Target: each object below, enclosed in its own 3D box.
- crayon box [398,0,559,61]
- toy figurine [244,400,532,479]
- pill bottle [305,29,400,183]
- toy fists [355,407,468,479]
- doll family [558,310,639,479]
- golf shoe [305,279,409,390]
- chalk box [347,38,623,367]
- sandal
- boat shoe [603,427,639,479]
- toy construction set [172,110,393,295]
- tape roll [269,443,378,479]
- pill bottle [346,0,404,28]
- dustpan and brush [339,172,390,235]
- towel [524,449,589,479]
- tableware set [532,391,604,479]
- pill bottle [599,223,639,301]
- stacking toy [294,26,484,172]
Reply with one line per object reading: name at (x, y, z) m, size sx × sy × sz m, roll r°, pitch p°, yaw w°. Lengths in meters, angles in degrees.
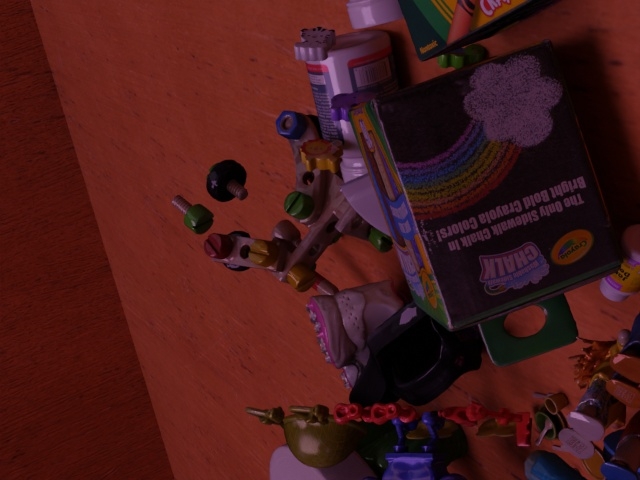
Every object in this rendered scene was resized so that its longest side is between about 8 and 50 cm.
crayon box at (0.150, -0.357, 0.893) m, size 0.363 × 0.106 × 0.313 m, roll -15°, pitch 97°, yaw 67°
toy figurine at (0.080, 0.321, 1.307) m, size 0.363 × 0.191 × 0.217 m, roll -7°, pitch 72°, yaw 29°
pill bottle at (0.050, -0.160, 1.294) m, size 0.108 × 0.108 × 0.180 m, roll 25°, pitch 133°, yaw 58°
toy fists at (0.103, 0.325, 1.578) m, size 0.279 × 0.142 × 0.096 m, roll -11°, pitch 101°, yaw 67°
doll family at (0.288, 0.098, 0.928) m, size 0.118 × 0.163 × 0.263 m, roll 31°, pitch 132°, yaw 17°
golf shoe at (0.076, 0.143, 1.521) m, size 0.306 × 0.140 × 0.115 m, roll 61°, pitch -175°, yaw -68°
chalk box at (0.163, -0.025, 1.023) m, size 0.179 × 0.180 × 0.288 m, roll -136°, pitch 27°, yaw -82°
sandal at (0.141, 0.152, 1.335) m, size 0.107 × 0.168 × 0.445 m, roll 52°, pitch 163°, yaw 17°
boat shoe at (0.364, 0.251, 0.979) m, size 0.258 × 0.109 × 0.089 m, roll 23°, pitch 127°, yaw 62°
toy construction set at (0.000, 0.000, 1.458) m, size 0.237 × 0.257 × 0.309 m, roll 37°, pitch 165°, yaw 30°
tape roll at (0.045, 0.474, 1.562) m, size 0.392 × 0.072 × 0.392 m, roll 47°, pitch 149°, yaw 41°
pill bottle at (0.051, -0.330, 1.130) m, size 0.112 × 0.112 × 0.186 m, roll 15°, pitch 123°, yaw 62°
dustpan and brush at (0.134, -0.026, 1.216) m, size 0.211 × 0.147 × 0.060 m, roll 55°, pitch -155°, yaw -28°
towel at (0.371, 0.362, 1.009) m, size 0.271 × 0.040 × 0.370 m, roll 48°, pitch 173°, yaw -39°
tableware set at (0.297, 0.253, 1.237) m, size 0.104 × 0.024 × 0.154 m, roll -13°, pitch 99°, yaw 67°
pill bottle at (0.296, 0.024, 1.001) m, size 0.043 × 0.043 × 0.083 m, roll 55°, pitch 154°, yaw 27°
stacking toy at (0.078, -0.152, 1.186) m, size 0.221 × 0.052 × 0.167 m, roll 5°, pitch 129°, yaw 13°
